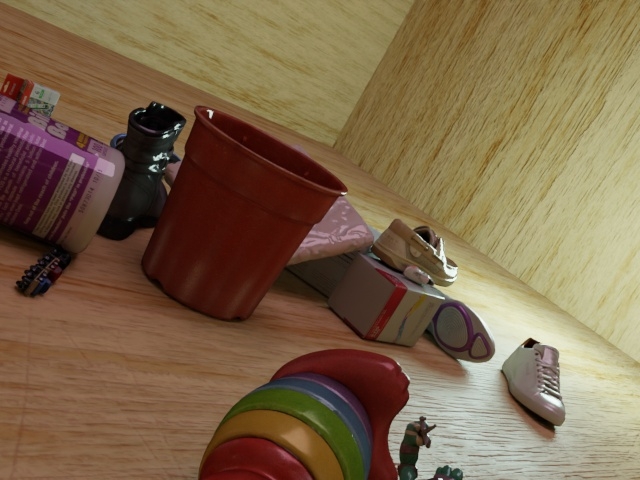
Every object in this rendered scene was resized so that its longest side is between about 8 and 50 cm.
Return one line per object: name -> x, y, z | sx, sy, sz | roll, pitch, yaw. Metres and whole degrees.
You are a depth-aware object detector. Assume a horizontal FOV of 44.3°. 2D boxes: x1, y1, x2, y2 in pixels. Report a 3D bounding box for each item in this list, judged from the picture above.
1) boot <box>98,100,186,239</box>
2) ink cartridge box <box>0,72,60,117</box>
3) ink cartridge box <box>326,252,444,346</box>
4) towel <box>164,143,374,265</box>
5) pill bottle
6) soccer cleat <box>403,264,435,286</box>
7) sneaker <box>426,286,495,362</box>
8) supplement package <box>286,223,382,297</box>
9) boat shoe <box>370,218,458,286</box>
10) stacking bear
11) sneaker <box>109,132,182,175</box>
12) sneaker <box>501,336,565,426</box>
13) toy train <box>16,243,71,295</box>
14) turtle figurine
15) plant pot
boot -> -0.301, -0.138, 1.406 | 0.118, 0.222, 0.338 | 27, 12, -9
ink cartridge box -> -0.641, -0.317, 1.731 | 0.115, 0.062, 0.029 | 18, 15, -44
ink cartridge box -> 0.133, 0.122, 1.586 | 0.176, 0.127, 0.128 | 17, 17, -47
towel -> -0.106, -0.065, 1.562 | 0.332, 0.053, 0.317 | -13, 48, -31
pill bottle -> -0.443, -0.112, 1.096 | 0.302, 0.169, 0.169 | 25, 13, -22
soccer cleat -> 0.197, 0.072, 1.569 | 0.083, 0.029, 0.036 | 26, 8, -45
sneaker -> 0.288, 0.168, 1.797 | 0.305, 0.114, 0.152 | 38, 16, 34
supplement package -> 0.000, 0.000, 1.736 | 0.262, 0.145, 0.204 | 34, 13, 18
boat shoe -> 0.221, 0.023, 1.669 | 0.109, 0.098, 0.302 | 37, 11, 37
stacking bear -> -0.038, 0.223, 0.725 | 0.164, 0.175, 0.289 | 11, 16, 18
sneaker -> -0.390, -0.177, 1.782 | 0.188, 0.067, 0.078 | 22, 35, -40
sneaker -> 0.478, 0.293, 1.721 | 0.106, 0.123, 0.290 | 30, 13, -11
toy train -> -0.356, 0.040, 1.026 | 0.036, 0.027, 0.158 | 39, 10, -11
turtle figurine -> 0.135, 0.297, 0.909 | 0.175, 0.118, 0.234 | 56, 9, 33
plant pot -> -0.139, -0.034, 1.260 | 0.272, 0.265, 0.272 | 29, 12, -7
